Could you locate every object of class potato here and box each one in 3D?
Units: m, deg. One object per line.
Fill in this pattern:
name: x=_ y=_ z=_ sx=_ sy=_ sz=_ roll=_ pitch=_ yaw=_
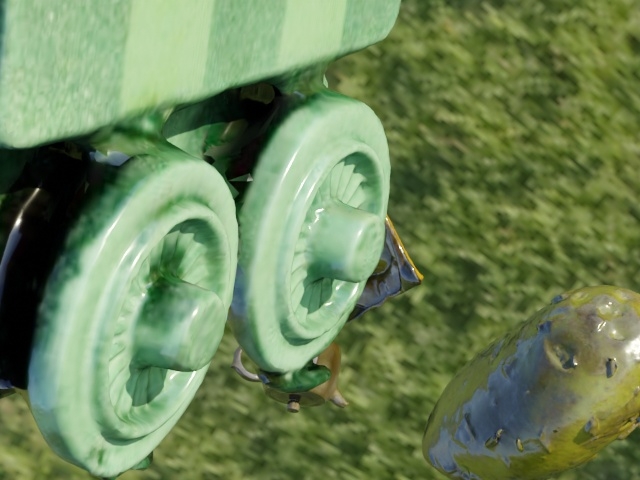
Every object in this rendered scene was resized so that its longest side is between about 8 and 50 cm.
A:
potato: x=0.174 y=0.122 z=1.490 sx=0.251 sy=0.113 sz=0.149 roll=-46 pitch=10 yaw=41

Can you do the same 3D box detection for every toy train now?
toy train: x=-0.071 y=-0.064 z=0.583 sx=0.167 sy=0.299 sz=0.238 roll=15 pitch=109 yaw=20

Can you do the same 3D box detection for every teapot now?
teapot: x=-0.028 y=0.129 z=1.833 sx=0.076 sy=0.121 sz=0.068 roll=138 pitch=145 yaw=-63

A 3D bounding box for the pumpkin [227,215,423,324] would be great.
pumpkin: x=-0.001 y=-0.001 z=0.762 sx=0.101 sy=0.073 sz=0.035 roll=-26 pitch=6 yaw=36
